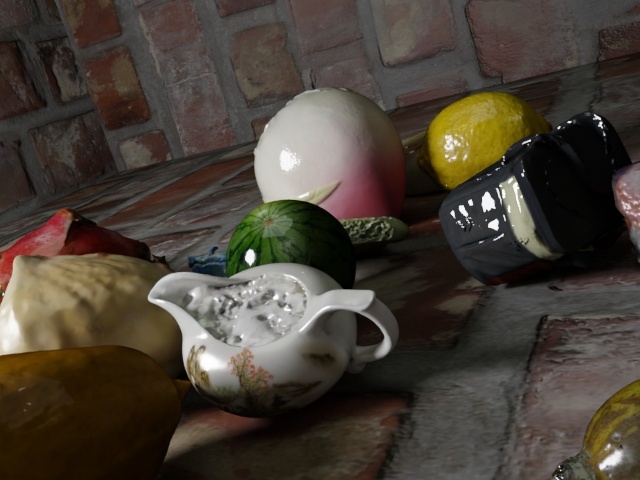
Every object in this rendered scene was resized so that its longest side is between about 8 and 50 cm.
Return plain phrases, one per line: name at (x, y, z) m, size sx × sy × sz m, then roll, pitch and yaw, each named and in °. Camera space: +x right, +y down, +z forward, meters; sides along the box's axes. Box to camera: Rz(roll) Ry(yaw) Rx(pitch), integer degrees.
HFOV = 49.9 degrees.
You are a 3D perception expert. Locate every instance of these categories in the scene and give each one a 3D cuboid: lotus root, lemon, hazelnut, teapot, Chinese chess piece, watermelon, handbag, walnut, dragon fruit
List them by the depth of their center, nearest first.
lotus root at (0.249, 0.142, 0.449) m, size 0.209 × 0.120 × 0.120 m, roll -16°, pitch 16°, yaw -7°
walnut at (-0.256, 0.198, 0.638) m, size 0.209 × 0.209 × 0.336 m, roll -2°, pitch 14°, yaw 42°
teapot at (-0.051, 0.102, 0.788) m, size 0.298 × 0.139 × 0.204 m, roll -1°, pitch 39°, yaw 20°
hazelnut at (-0.304, 0.115, 0.881) m, size 0.261 × 0.241 × 0.261 m, roll -21°, pitch 15°, yaw 6°
handbag at (0.303, -0.051, 0.913) m, size 0.254 × 0.181 × 0.181 m, roll -27°, pitch -1°, yaw -37°
watermelon at (-0.038, 0.041, 0.988) m, size 0.188 × 0.215 × 0.188 m, roll -12°, pitch 50°, yaw 15°
dragon fruit at (-0.401, 0.080, 1.101) m, size 0.315 × 0.250 × 0.250 m, roll -28°, pitch 18°, yaw -12°
lemon at (0.314, -0.183, 1.325) m, size 0.260 × 0.204 × 0.204 m, roll -12°, pitch 17°, yaw 18°
Chinese chess piece at (0.267, -0.185, 1.563) m, size 0.249 × 0.103 × 0.250 m, roll -16°, pitch 18°, yaw 5°

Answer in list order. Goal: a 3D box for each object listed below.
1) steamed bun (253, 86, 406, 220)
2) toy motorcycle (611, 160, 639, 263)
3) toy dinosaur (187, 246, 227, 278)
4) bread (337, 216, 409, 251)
steamed bun at (0.041, -0.127, 1.339) m, size 0.309 × 0.309 × 0.309 m, roll -15°, pitch 16°, yaw 4°
toy motorcycle at (0.512, -0.035, 0.772) m, size 0.319 × 0.241 × 0.182 m, roll -6°, pitch -21°, yaw 39°
toy dinosaur at (-0.183, 0.058, 1.249) m, size 0.144 × 0.076 × 0.329 m, roll -17°, pitch 17°, yaw -30°
bread at (0.000, 0.000, 1.173) m, size 0.286 × 0.056 × 0.207 m, roll -6°, pitch -4°, yaw -6°
